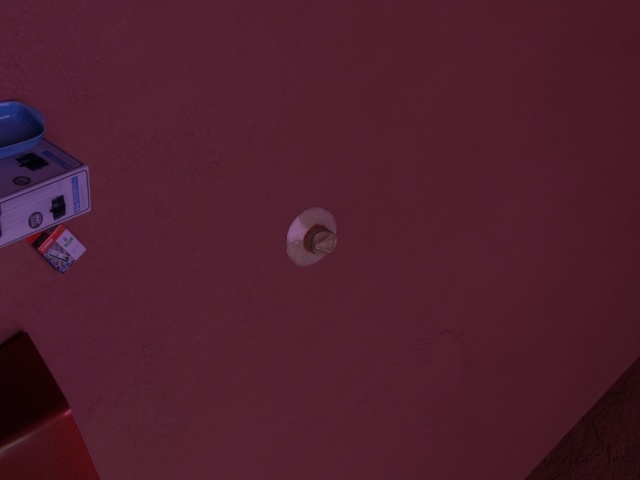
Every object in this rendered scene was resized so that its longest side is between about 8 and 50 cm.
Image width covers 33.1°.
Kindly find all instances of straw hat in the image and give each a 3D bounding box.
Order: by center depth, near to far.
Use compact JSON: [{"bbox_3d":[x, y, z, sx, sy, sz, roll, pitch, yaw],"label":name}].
[{"bbox_3d":[0.000,0.000,2.329,0.144,0.061,0.144,-20,121,-37],"label":"straw hat"}]

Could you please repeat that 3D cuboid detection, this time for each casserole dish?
[{"bbox_3d":[-0.531,-0.167,1.725,0.188,0.114,0.037,-24,143,-34],"label":"casserole dish"}]

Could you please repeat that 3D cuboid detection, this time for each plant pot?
[{"bbox_3d":[-0.538,0.365,1.859,0.236,0.267,0.267,-25,124,-18],"label":"plant pot"}]

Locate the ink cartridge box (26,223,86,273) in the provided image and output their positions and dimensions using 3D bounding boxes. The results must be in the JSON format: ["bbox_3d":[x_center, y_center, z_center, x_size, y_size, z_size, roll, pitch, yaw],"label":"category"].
[{"bbox_3d":[-0.473,0.001,1.905,0.063,0.029,0.115,-50,134,-15],"label":"ink cartridge box"}]

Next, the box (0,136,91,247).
[{"bbox_3d":[-0.529,-0.066,1.699,0.290,0.169,0.087,-27,135,-38],"label":"box"}]
